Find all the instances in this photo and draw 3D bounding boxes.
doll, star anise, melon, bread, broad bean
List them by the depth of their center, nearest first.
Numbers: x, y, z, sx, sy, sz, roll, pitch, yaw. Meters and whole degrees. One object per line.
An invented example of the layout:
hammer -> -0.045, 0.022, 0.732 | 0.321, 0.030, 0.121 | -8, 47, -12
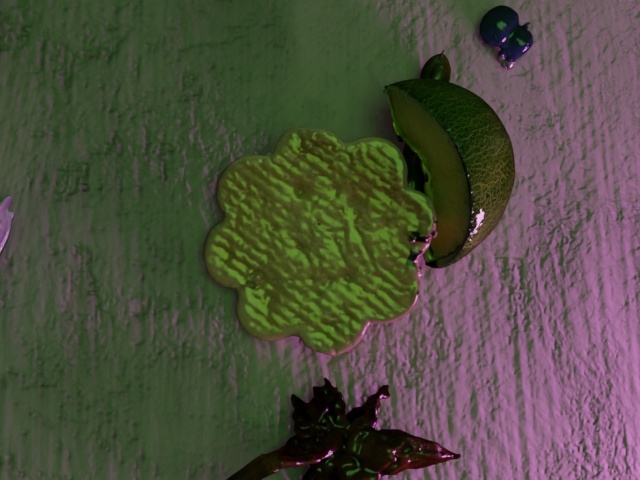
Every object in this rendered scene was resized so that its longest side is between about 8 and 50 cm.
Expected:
star anise -> 0.007, 0.299, 1.526 | 0.346, 0.148, 0.237 | -7, 85, -25
bread -> 0.000, 0.000, 1.560 | 0.316, 0.054, 0.316 | 0, 97, 2
melon -> 0.207, -0.107, 1.590 | 0.169, 0.129, 0.265 | -27, 109, -36
broad bean -> 0.142, -0.141, 1.645 | 0.053, 0.052, 0.256 | 11, 85, -19
doll -> 0.270, -0.301, 1.695 | 0.083, 0.050, 0.076 | 42, 72, -6

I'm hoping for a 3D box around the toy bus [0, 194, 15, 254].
toy bus -> -0.485, 0.029, 1.424 | 0.165, 0.133, 0.276 | 26, 81, -11
